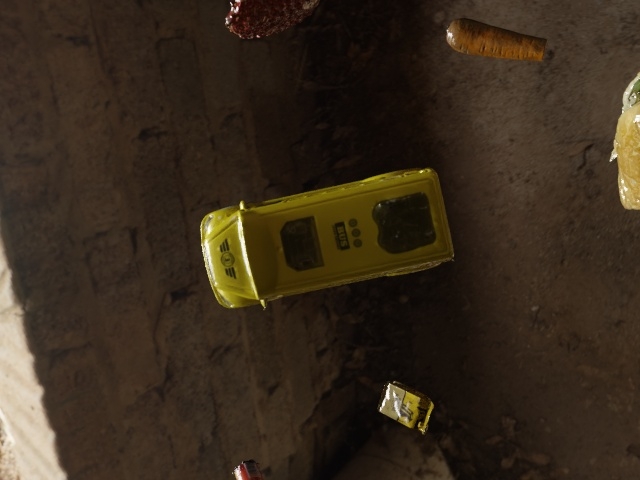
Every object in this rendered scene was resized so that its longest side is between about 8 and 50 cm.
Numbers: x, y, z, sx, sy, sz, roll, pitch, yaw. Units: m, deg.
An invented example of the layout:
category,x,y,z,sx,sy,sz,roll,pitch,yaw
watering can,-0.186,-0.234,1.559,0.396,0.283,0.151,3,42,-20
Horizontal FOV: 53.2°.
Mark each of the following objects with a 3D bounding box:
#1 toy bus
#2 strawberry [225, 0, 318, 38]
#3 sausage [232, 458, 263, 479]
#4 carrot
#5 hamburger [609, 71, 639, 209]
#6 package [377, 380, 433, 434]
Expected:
category,x,y,z,sx,sy,sz,roll,pitch,yaw
toy bus,0.000,0.000,0.834,0.331,0.152,0.144,-12,92,7
strawberry,-0.066,-0.433,1.181,0.087,0.167,0.208,39,88,21
sausage,-0.097,0.417,1.014,0.145,0.048,0.050,-129,34,-52
carrot,0.164,-0.186,0.599,0.093,0.032,0.032,18,116,18
hamburger,0.582,-0.189,1.002,0.209,0.162,0.330,50,140,-9
package,0.188,0.352,1.353,0.131,0.047,0.071,16,92,42
